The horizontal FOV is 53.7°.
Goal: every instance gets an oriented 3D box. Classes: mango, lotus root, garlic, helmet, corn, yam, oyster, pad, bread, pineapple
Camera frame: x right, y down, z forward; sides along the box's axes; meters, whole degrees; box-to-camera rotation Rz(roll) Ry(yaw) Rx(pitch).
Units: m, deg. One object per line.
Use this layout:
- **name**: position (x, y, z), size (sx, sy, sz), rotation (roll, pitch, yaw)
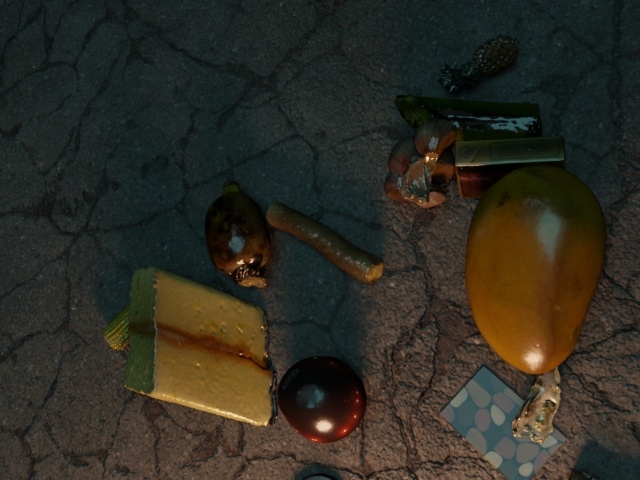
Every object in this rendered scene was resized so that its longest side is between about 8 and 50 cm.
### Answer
- **mango**: position (0.455, 0.059, 1.360), size (0.300, 0.232, 0.445), rotation (0, 87, 47)
- **lotus root**: position (-0.223, -0.020, 1.668), size (0.170, 0.141, 0.313), rotation (-22, 70, 15)
- **garlic**: position (0.239, -0.187, 1.528), size (0.160, 0.191, 0.213), rotation (8, 100, 21)
- **helmet**: position (0.007, 0.372, 1.477), size (0.216, 0.193, 0.189), rotation (38, 91, -19)
- **corn**: position (-0.527, 0.225, 1.751), size (0.165, 0.063, 0.085), rotation (-48, 46, 0)
- **yam**: position (0.000, 0.000, 1.626), size (0.357, 0.081, 0.081), rotation (29, 87, 24)
- **oyster**: position (0.487, 0.351, 1.390), size (0.106, 0.061, 0.199), rotation (38, 88, 1)
- **pad**: position (0.406, 0.417, 1.419), size (0.235, 0.003, 0.158), rotation (42, 92, 23)
- **bread**: position (-0.314, 0.278, 1.657), size (0.405, 0.242, 0.345), rotation (17, 71, -21)
- **pineapple**: position (0.404, -0.450, 1.604), size (0.221, 0.083, 0.103), rotation (-30, 57, 9)

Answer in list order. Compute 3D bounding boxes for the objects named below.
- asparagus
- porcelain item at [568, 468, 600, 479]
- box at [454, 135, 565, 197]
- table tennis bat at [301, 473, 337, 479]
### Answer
- **asparagus**: position (0.354, -0.295, 1.569), size (0.382, 0.108, 0.128), rotation (10, 81, 23)
- **porcelain item**: position (0.611, 0.551, 1.289), size (0.213, 0.054, 0.084), rotation (21, 85, 21)
- **box**: position (0.441, -0.168, 1.472), size (0.240, 0.159, 0.071), rotation (-1, 66, 17)
- **table tennis bat**: position (-0.017, 0.670, 1.485), size (0.150, 0.027, 0.236), rotation (18, 80, 22)
